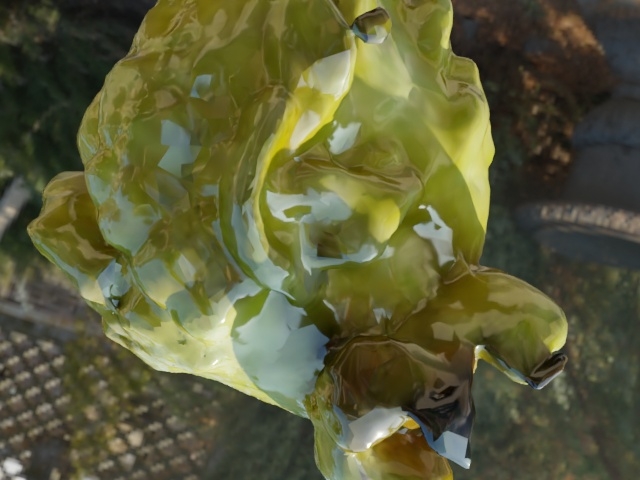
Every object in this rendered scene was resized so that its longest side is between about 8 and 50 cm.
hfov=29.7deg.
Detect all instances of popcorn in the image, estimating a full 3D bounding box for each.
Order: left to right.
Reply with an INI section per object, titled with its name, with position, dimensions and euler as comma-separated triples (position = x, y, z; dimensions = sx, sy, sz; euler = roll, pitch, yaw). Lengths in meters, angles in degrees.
[popcorn]
position = 0.005, -0.009, 0.451
dimensions = 0.195, 0.168, 0.173
euler = 37, 161, -3
